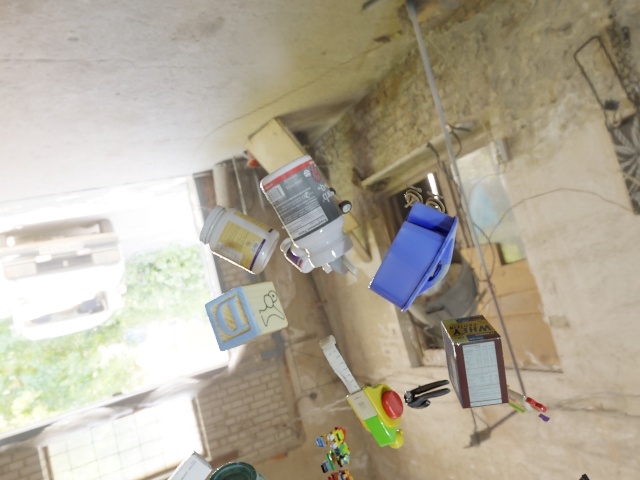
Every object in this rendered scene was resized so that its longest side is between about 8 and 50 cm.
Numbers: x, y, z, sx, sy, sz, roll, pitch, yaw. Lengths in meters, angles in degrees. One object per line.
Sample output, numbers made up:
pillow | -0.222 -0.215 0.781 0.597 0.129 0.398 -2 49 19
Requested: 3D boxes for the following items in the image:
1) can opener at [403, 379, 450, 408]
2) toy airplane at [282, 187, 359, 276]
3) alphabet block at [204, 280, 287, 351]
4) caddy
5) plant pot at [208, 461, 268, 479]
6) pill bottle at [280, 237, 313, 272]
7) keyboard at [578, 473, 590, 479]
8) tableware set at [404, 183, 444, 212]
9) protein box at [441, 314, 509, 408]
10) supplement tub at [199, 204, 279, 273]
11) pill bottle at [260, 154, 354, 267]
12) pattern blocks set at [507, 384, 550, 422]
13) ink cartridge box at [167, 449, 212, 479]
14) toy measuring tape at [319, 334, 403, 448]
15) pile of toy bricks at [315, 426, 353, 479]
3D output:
can opener | 0.317 0.454 1.455 0.073 0.059 0.186 15 139 -28
toy airplane | 0.000 0.000 2.036 0.272 0.385 0.386 -28 179 -19
alphabet block | -0.269 0.271 1.777 0.193 0.193 0.197 -26 169 26
caddy | 0.284 0.056 1.420 0.241 0.179 0.342 -52 168 -45
plant pot | -0.288 0.902 1.683 0.292 0.197 0.293 -6 -161 2
pill bottle | -0.116 0.071 2.512 0.108 0.193 0.108 -35 146 -27
keyboard | 0.708 0.664 1.184 0.038 0.192 0.100 -24 142 -2
tableware set | 0.432 -0.154 2.054 0.194 0.128 0.039 27 -119 39
protein box | 0.458 0.357 1.463 0.135 0.202 0.200 -9 -171 5
supplement tub | -0.391 -0.008 2.358 0.331 0.241 0.241 27 173 1
pill bottle | -0.041 -0.100 1.739 0.210 0.363 0.210 -29 -174 3
pattern blocks set | 0.777 0.633 1.990 0.324 0.026 0.285 27 162 40
ink cartridge box | -0.455 0.808 1.657 0.159 0.092 0.218 -50 176 -25
toy measuring tape | 0.115 0.368 1.223 0.121 0.330 0.121 -32 179 0
pile of toy bricks | 0.067 0.760 1.734 0.118 0.213 0.105 -19 -179 43
